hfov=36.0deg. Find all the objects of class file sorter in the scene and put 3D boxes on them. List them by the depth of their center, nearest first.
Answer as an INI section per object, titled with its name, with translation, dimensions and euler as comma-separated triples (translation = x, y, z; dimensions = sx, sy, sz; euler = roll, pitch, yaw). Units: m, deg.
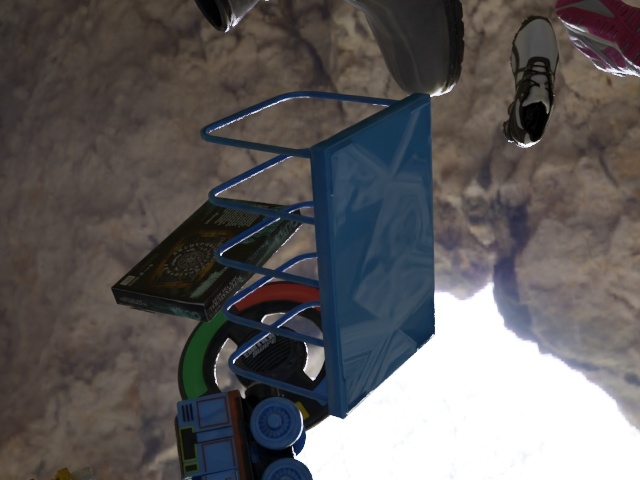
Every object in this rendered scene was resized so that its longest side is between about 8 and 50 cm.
[file sorter]
translation = 0.000, 0.000, 0.623
dimensions = 0.104, 0.118, 0.170
euler = 12, -62, 33

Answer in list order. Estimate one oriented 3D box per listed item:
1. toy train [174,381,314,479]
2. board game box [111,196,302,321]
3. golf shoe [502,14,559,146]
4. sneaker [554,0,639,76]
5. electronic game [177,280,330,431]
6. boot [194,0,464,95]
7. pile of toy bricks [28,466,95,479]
[toy train]
translation = -0.055, 0.203, 0.777
dimensions = 0.105, 0.184, 0.080
euler = -11, -23, -1
[board game box]
translation = -0.118, 0.015, 1.059
dimensions = 0.126, 0.186, 0.026
euler = 8, -52, 32
[golf shoe]
translation = 0.328, -0.237, 1.479
dimensions = 0.077, 0.094, 0.198
euler = 1, -77, -6
[sneaker]
translation = 0.488, -0.310, 1.549
dimensions = 0.103, 0.252, 0.111
euler = -44, -34, -2
[electronic game]
translation = -0.061, 0.140, 1.175
dimensions = 0.229, 0.229, 0.048
euler = -9, -43, 11
[boot]
translation = -0.010, -0.236, 0.860
dimensions = 0.222, 0.118, 0.338
euler = -36, -58, -20
[pile of toy bricks]
translation = -0.222, 0.309, 0.832
dimensions = 0.105, 0.118, 0.212
euler = -15, -56, -26
